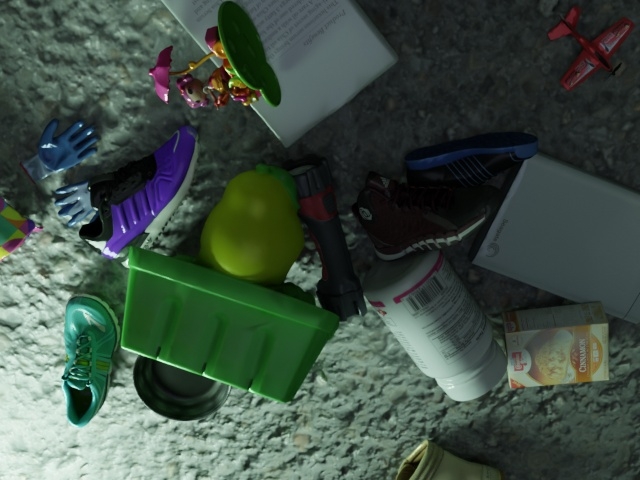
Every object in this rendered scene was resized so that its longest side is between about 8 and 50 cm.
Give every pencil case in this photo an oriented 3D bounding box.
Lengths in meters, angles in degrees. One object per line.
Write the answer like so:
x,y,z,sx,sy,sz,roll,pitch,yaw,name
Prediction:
-0.620,-0.066,1.365,0.104,0.104,0.236,-40,108,15,pencil case

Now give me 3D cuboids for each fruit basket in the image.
-0.133,0.061,1.316,0.391,0.283,0.393,0,79,1,fruit basket

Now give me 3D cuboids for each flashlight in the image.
0.000,0.000,1.392,0.103,0.103,0.304,-15,115,1,flashlight

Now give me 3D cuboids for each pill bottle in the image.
0.216,0.150,1.411,0.160,0.160,0.283,-33,108,12,pill bottle

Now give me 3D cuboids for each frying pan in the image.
-0.227,0.224,1.502,0.197,0.053,0.326,42,104,-15,frying pan

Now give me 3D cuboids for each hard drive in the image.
0.482,-0.004,1.410,0.352,0.047,0.233,20,111,-7,hard drive

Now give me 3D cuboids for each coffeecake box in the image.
0.446,0.201,1.457,0.185,0.068,0.142,-7,122,11,coffeecake box

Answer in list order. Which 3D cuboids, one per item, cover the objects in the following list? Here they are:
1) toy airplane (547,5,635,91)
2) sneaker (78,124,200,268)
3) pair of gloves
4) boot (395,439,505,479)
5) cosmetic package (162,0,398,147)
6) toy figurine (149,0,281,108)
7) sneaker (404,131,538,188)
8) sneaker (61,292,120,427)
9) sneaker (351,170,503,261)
0.445,-0.329,1.291,0.151,0.028,0.151,0,110,-1,toy airplane
-0.324,-0.087,1.331,0.146,0.102,0.293,26,110,-27,sneaker
-0.439,-0.122,1.380,0.159,0.023,0.198,-30,110,9,pair of gloves
0.239,0.554,1.606,0.203,0.095,0.262,26,108,-10,boot
-0.106,-0.399,1.193,0.230,0.161,0.453,-36,107,14,cosmetic package
-0.166,-0.244,1.129,0.159,0.130,0.173,-16,137,22,toy figurine
0.266,-0.127,1.344,0.232,0.081,0.091,-8,117,15,sneaker
-0.448,0.233,1.474,0.106,0.110,0.276,5,111,-2,sneaker
0.156,-0.065,1.299,0.281,0.106,0.162,-24,115,44,sneaker
